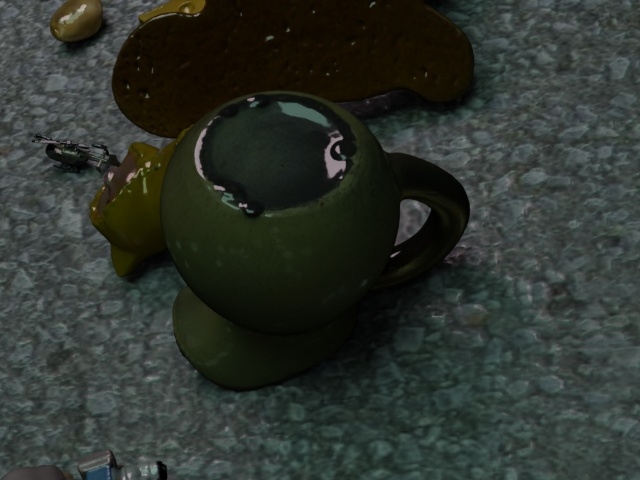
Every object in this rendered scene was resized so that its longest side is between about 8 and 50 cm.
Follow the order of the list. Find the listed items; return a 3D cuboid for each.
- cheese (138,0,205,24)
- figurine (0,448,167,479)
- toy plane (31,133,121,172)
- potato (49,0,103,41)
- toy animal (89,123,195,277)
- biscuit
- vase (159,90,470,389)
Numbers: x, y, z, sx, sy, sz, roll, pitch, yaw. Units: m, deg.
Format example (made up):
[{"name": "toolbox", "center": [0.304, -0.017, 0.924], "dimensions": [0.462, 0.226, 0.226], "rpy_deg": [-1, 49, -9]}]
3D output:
[{"name": "cheese", "center": [-0.148, -0.245, 1.510], "dimensions": [0.126, 0.093, 0.171], "rpy_deg": [-27, 53, -1]}, {"name": "figurine", "center": [-0.268, 0.282, 1.180], "dimensions": [0.229, 0.112, 0.137], "rpy_deg": [-15, 47, -4]}, {"name": "toy plane", "center": [-0.320, -0.114, 1.507], "dimensions": [0.121, 0.049, 0.031], "rpy_deg": [14, 61, 7]}, {"name": "potato", "center": [-0.355, -0.323, 1.655], "dimensions": [0.083, 0.062, 0.068], "rpy_deg": [-27, 18, -29]}, {"name": "toy animal", "center": [-0.167, -0.058, 1.354], "dimensions": [0.230, 0.156, 0.156], "rpy_deg": [-21, 49, 32]}, {"name": "biscuit", "center": [-0.047, -0.244, 1.392], "dimensions": [0.432, 0.283, 0.064], "rpy_deg": [-19, 13, 5]}, {"name": "vase", "center": [0.000, 0.000, 1.201], "dimensions": [0.329, 0.302, 0.241], "rpy_deg": [-9, 52, -9]}]
